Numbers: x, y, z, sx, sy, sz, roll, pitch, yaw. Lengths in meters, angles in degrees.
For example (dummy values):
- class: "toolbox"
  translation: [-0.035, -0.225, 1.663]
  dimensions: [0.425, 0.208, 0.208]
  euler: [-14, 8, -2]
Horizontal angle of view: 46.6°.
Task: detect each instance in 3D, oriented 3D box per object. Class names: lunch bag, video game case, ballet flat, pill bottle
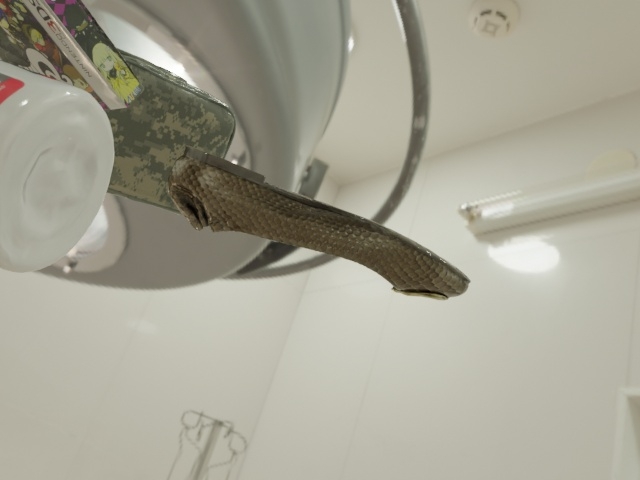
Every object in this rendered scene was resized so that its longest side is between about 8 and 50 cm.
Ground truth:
- class: "lunch bag"
  translation: [-0.331, -0.197, 1.194]
  dimensions: [0.256, 0.213, 0.305]
  euler: [27, 6, 38]
- class: "video game case"
  translation: [-0.343, -0.236, 0.863]
  dimensions: [0.232, 0.042, 0.210]
  euler: [3, -41, 40]
- class: "ballet flat"
  translation: [0.000, 0.000, 0.574]
  dimensions: [0.249, 0.058, 0.084]
  euler: [23, -1, -14]
- class: "pill bottle"
  translation: [-0.373, -0.103, 0.696]
  dimensions: [0.318, 0.176, 0.176]
  euler: [21, -28, 15]
